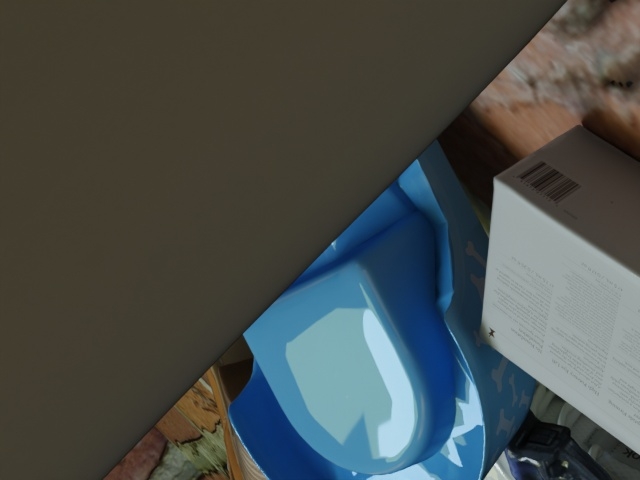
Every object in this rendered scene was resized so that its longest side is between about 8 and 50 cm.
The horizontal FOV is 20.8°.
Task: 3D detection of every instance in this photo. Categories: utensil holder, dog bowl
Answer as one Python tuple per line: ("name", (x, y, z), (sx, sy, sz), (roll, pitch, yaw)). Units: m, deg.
("utensil holder", (-0.122, -0.094, 0.486), (0.327, 0.385, 0.327), (42, 167, 12))
("dog bowl", (0.000, 0.000, 0.853), (0.166, 0.074, 0.297), (-27, 91, 45))

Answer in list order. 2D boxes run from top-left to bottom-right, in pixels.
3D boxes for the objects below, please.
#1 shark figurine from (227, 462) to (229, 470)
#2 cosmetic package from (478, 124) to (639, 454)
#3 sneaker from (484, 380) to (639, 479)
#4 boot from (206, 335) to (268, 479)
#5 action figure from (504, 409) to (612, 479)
("shark figurine", (-0.015, 0.178, 1.381), (0.166, 0.116, 0.278), (65, -177, -69))
("cosmetic package", (0.172, 0.056, 0.701), (0.239, 0.060, 0.099), (37, 142, 31))
("sneaker", (0.146, 0.123, 0.987), (0.297, 0.111, 0.129), (40, 151, 4))
("boot", (-0.016, 0.107, 1.105), (0.283, 0.109, 0.220), (-116, 10, -52))
("action figure", (0.150, 0.268, 0.885), (0.330, 0.178, 0.341), (5, 127, 49))
